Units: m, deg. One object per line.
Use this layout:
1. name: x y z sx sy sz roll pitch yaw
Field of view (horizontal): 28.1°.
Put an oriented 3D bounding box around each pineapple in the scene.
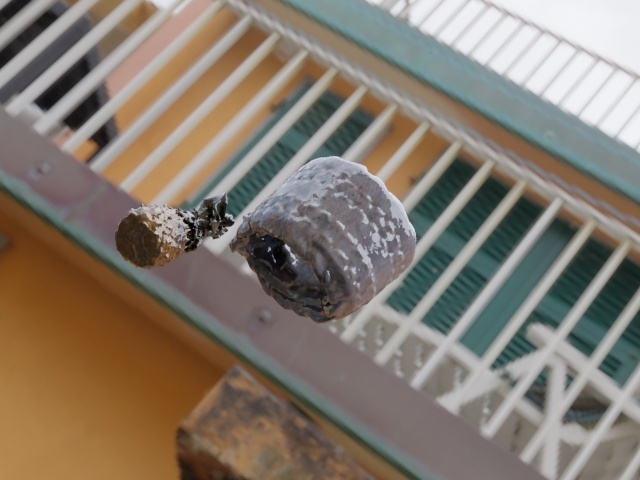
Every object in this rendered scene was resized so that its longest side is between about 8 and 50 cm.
1. pineapple: -0.238 -0.022 2.193 0.119 0.237 0.111 12 -71 32

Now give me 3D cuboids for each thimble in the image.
1. thimble: 0.000 0.000 1.754 0.236 0.172 0.205 22 -38 48
